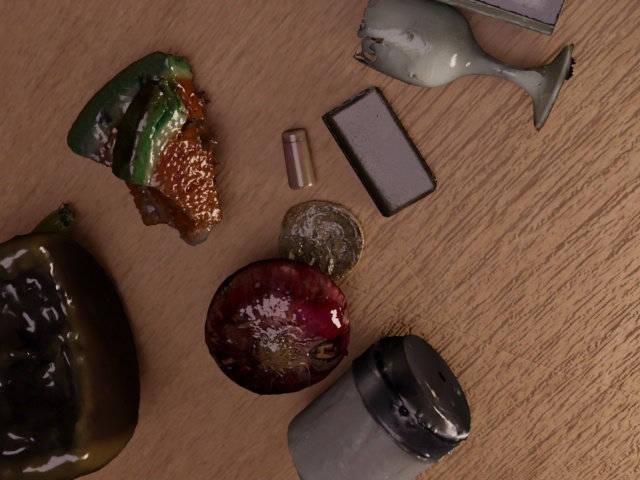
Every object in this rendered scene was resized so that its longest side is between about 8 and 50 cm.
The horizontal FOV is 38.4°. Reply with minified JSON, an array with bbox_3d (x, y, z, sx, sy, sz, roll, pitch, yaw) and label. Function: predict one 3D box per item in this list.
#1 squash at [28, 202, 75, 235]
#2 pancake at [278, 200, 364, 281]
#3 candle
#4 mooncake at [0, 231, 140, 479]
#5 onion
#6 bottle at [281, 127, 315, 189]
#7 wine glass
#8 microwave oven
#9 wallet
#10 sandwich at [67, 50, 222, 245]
[{"bbox_3d":[-0.498,0.000,1.629,0.183,0.052,0.052,-40,98,18],"label":"squash"},{"bbox_3d":[0.000,0.000,1.557,0.152,0.025,0.151,3,110,9],"label":"pancake"},{"bbox_3d":[0.076,0.327,1.554,0.221,0.221,0.342,45,111,-7],"label":"candle"},{"bbox_3d":[-0.474,0.211,1.512,0.246,0.394,0.393,-19,129,18],"label":"mooncake"},{"bbox_3d":[-0.071,0.141,1.528,0.246,0.190,0.246,2,112,6],"label":"onion"},{"bbox_3d":[-0.037,-0.134,1.509,0.045,0.045,0.096,-7,105,12],"label":"bottle"},{"bbox_3d":[0.210,-0.278,1.369,0.321,0.143,0.143,21,111,5],"label":"wine glass"},{"bbox_3d":[0.251,-0.387,1.311,0.205,0.163,0.129,19,111,2],"label":"microwave oven"},{"bbox_3d":[0.098,-0.143,1.489,0.110,0.031,0.198,-30,101,17],"label":"wallet"},{"bbox_3d":[-0.269,-0.125,1.490,0.250,0.162,0.301,-30,98,22],"label":"sandwich"}]
